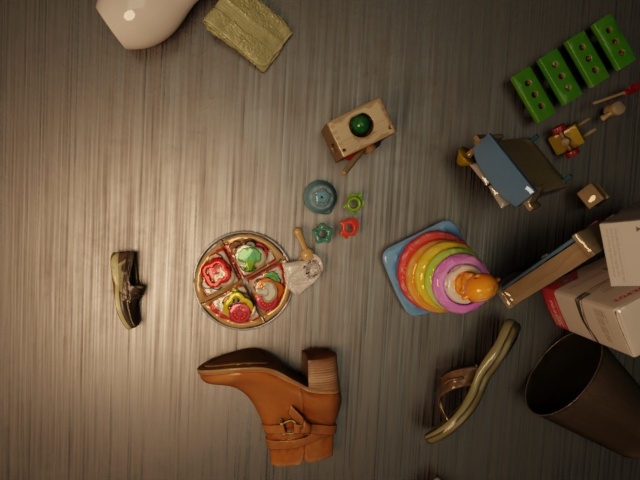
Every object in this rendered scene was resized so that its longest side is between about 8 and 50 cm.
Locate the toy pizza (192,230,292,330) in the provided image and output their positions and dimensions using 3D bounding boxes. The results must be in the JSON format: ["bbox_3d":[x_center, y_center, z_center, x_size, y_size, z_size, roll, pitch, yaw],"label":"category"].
[{"bbox_3d":[-0.153,0.082,0.986,0.201,0.032,0.201,0,94,-5],"label":"toy pizza"}]

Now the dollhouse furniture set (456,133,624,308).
[{"bbox_3d":[0.417,-0.067,1.010,0.286,0.198,0.303,-15,67,-42],"label":"dollhouse furniture set"}]

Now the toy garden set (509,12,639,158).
[{"bbox_3d":[0.533,-0.307,1.020,0.244,0.049,0.204,-33,94,-3],"label":"toy garden set"}]

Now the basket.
[{"bbox_3d":[0.572,0.331,1.016,0.227,0.154,0.204,38,91,-10],"label":"basket"}]

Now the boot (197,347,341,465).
[{"bbox_3d":[-0.099,0.331,0.983,0.283,0.109,0.220,0,98,-13],"label":"boot"}]

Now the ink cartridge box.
[{"bbox_3d":[0.576,0.116,0.954,0.172,0.237,0.100,-25,96,-3],"label":"ink cartridge box"}]

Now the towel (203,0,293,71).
[{"bbox_3d":[-0.135,-0.407,0.942,0.148,0.027,0.110,33,89,-22],"label":"towel"}]

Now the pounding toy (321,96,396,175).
[{"bbox_3d":[0.069,-0.190,0.934,0.130,0.141,0.100,-27,96,-3],"label":"pounding toy"}]

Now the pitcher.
[{"bbox_3d":[-0.291,-0.441,0.866,0.207,0.178,0.125,-35,81,-3],"label":"pitcher"}]

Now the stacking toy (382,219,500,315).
[{"bbox_3d":[0.241,0.068,0.887,0.175,0.302,0.166,-26,96,-4],"label":"stacking toy"}]

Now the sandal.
[{"bbox_3d":[0.300,0.282,1.016,0.086,0.120,0.303,33,88,21],"label":"sandal"}]

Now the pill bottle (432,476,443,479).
[{"bbox_3d":[0.206,0.589,1.014,0.186,0.112,0.112,-39,96,-1],"label":"pill bottle"}]

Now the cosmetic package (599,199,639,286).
[{"bbox_3d":[0.587,-0.004,0.886,0.231,0.085,0.117,-16,95,-40],"label":"cosmetic package"}]

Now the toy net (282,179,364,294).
[{"bbox_3d":[0.000,0.000,0.992,0.122,0.045,0.232,18,93,-8],"label":"toy net"}]

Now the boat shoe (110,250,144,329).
[{"bbox_3d":[-0.366,0.095,0.955,0.049,0.056,0.152,-10,95,0],"label":"boat shoe"}]
